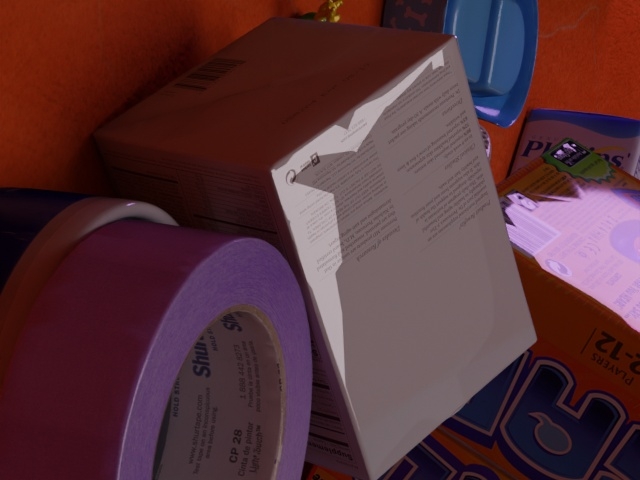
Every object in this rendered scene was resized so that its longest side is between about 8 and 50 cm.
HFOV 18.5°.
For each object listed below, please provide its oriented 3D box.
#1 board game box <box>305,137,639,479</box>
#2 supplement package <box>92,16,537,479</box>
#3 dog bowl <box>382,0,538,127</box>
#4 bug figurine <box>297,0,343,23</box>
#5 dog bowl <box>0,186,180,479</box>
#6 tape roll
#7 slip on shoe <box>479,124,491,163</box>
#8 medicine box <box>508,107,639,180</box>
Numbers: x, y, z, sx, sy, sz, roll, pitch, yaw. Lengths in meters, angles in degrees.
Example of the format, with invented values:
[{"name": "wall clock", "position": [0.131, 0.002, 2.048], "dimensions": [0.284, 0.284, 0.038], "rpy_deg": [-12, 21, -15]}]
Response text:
[{"name": "board game box", "position": [0.252, 0.171, 1.872], "dimensions": [0.356, 0.356, 0.356], "rpy_deg": [-31, 150, -62]}, {"name": "supplement package", "position": [0.000, 0.000, 1.451], "dimensions": [0.199, 0.198, 0.262], "rpy_deg": [-37, 123, -33]}, {"name": "dog bowl", "position": [0.143, -0.208, 1.988], "dimensions": [0.297, 0.074, 0.166], "rpy_deg": [10, 89, -68]}, {"name": "bug figurine", "position": [-0.015, -0.079, 1.666], "dimensions": [0.216, 0.072, 0.279], "rpy_deg": [-65, 148, -47]}, {"name": "dog bowl", "position": [-0.179, 0.099, 1.301], "dimensions": [0.265, 0.104, 0.264], "rpy_deg": [8, 90, -67]}, {"name": "tape roll", "position": [-0.100, 0.127, 1.247], "dimensions": [0.275, 0.090, 0.274], "rpy_deg": [7, 90, -67]}, {"name": "slip on shoe", "position": [0.066, -0.015, 1.849], "dimensions": [0.101, 0.123, 0.331], "rpy_deg": [108, 10, -47]}, {"name": "medicine box", "position": [0.309, 0.033, 2.367], "dimensions": [0.263, 0.149, 0.289], "rpy_deg": [60, 43, -56]}]
